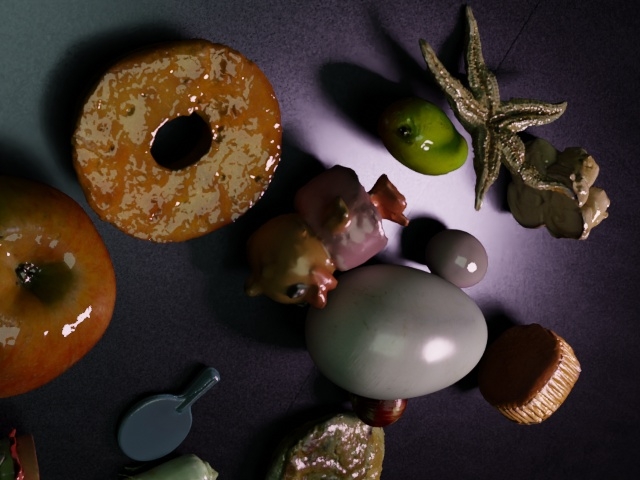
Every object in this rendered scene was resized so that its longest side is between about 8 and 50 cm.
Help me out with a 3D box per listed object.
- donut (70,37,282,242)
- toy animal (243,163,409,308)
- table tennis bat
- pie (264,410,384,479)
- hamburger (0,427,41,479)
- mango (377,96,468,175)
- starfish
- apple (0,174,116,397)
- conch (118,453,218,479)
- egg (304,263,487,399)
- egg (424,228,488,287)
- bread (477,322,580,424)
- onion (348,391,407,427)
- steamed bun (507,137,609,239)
[{"bbox_3d":[-0.208,-0.147,1.266,0.303,0.110,0.302,-12,116,-25],"label":"donut"},{"bbox_3d":[-0.004,-0.001,1.428,0.281,0.169,0.195,-45,161,-9],"label":"toy animal"},{"bbox_3d":[-0.246,0.284,1.488,0.201,0.033,0.124,-44,129,-5],"label":"table tennis bat"},{"bbox_3d":[0.014,0.441,1.694,0.277,0.078,0.277,-14,120,-26],"label":"pie"},{"bbox_3d":[-0.474,0.361,1.300,0.137,0.175,0.175,-6,115,-23],"label":"hamburger"},{"bbox_3d":[0.171,-0.171,1.486,0.111,0.125,0.233,-28,163,28],"label":"mango"},{"bbox_3d":[0.294,-0.214,1.507,0.347,0.078,0.357,-2,75,-35],"label":"starfish"},{"bbox_3d":[-0.402,0.065,1.140,0.302,0.301,0.301,-13,118,-27],"label":"apple"},{"bbox_3d":[-0.257,0.415,1.519,0.170,0.079,0.105,-3,117,-16],"label":"conch"},{"bbox_3d":[0.137,0.157,1.546,0.371,0.230,0.230,7,108,-40],"label":"egg"},{"bbox_3d":[0.248,0.034,1.637,0.135,0.103,0.103,29,94,-39],"label":"egg"},{"bbox_3d":[0.407,0.260,1.791,0.199,0.199,0.104,-51,126,-2],"label":"bread"},{"bbox_3d":[0.107,0.287,1.655,0.119,0.117,0.118,-5,110,-13],"label":"onion"},{"bbox_3d":[0.439,-0.104,1.661,0.106,0.177,0.192,-25,110,-31],"label":"steamed bun"}]
